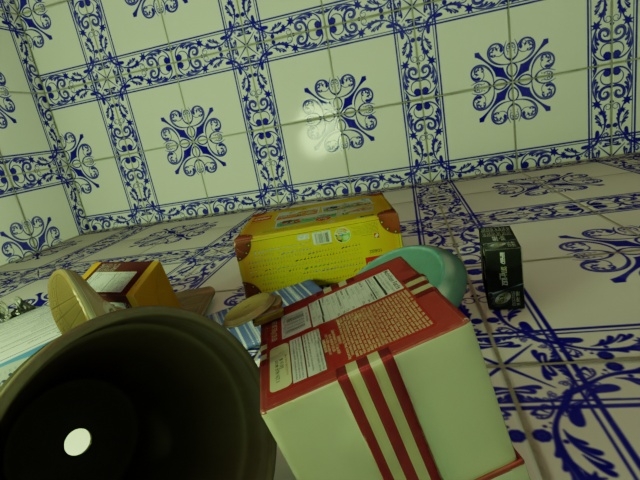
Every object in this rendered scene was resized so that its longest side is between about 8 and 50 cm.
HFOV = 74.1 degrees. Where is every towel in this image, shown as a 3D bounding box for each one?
[{"bbox_3d":[-0.126,0.199,1.107,0.336,0.040,0.243,-18,18,-19],"label":"towel"}]

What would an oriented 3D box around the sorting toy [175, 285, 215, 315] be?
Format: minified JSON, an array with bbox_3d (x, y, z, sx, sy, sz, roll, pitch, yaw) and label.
[{"bbox_3d":[-0.474,0.224,1.239,0.307,0.041,0.229,-11,19,0],"label":"sorting toy"}]

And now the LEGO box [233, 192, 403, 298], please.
[{"bbox_3d":[0.000,0.000,1.421,0.500,0.193,0.372,-10,15,4],"label":"LEGO box"}]

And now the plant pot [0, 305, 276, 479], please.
[{"bbox_3d":[-0.265,0.259,0.529,0.280,0.323,0.323,-18,7,42],"label":"plant pot"}]

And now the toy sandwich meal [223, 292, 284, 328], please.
[{"bbox_3d":[-0.089,0.098,0.566,0.085,0.029,0.085,-25,14,6],"label":"toy sandwich meal"}]

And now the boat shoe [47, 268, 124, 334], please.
[{"bbox_3d":[-0.464,0.188,0.906,0.109,0.302,0.098,-35,-1,26],"label":"boat shoe"}]

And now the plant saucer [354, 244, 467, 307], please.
[{"bbox_3d":[0.165,0.112,0.947,0.317,0.044,0.317,-28,27,15],"label":"plant saucer"}]

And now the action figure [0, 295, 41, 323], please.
[{"bbox_3d":[-0.915,0.221,1.177,0.164,0.141,0.275,4,25,44],"label":"action figure"}]

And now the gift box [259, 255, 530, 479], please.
[{"bbox_3d":[0.058,0.206,0.534,0.276,0.258,0.255,-23,16,4],"label":"gift box"}]

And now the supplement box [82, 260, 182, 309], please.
[{"bbox_3d":[-0.488,0.166,1.077,0.194,0.191,0.129,-1,35,14],"label":"supplement box"}]

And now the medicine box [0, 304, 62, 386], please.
[{"bbox_3d":[-0.673,0.277,0.955,0.289,0.149,0.263,2,20,37],"label":"medicine box"}]

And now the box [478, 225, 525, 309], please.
[{"bbox_3d":[0.427,0.060,1.010,0.077,0.147,0.180,-5,17,18],"label":"box"}]
